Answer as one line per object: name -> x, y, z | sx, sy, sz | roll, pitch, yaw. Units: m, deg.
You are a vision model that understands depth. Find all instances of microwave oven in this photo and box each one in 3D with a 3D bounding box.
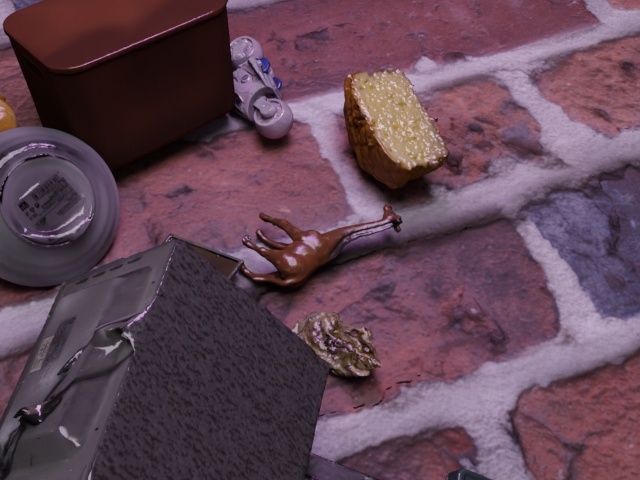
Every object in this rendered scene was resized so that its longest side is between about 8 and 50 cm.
microwave oven -> -0.213, 0.268, 1.144 | 0.236, 0.374, 0.432 | -21, 41, 36

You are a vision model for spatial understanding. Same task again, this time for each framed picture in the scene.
framed picture -> -0.214, 0.048, 1.540 | 0.149, 0.011, 0.109 | 19, 52, 23

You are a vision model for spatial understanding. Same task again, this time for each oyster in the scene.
oyster -> 0.031, 0.158, 1.468 | 0.165, 0.053, 0.108 | 25, 44, 23

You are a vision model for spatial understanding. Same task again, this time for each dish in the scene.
dish -> -0.433, -0.059, 1.483 | 0.260, 0.085, 0.260 | 3, 84, -27

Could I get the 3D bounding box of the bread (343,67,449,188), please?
bread -> 0.128, -0.187, 1.689 | 0.143, 0.139, 0.229 | -16, 62, -16

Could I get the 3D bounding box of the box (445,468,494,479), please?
box -> 0.212, 0.381, 1.300 | 0.091, 0.031, 0.126 | 26, 49, -16

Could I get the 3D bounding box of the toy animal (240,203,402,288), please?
toy animal -> 0.000, 0.000, 1.574 | 0.229, 0.066, 0.224 | 14, 50, 19

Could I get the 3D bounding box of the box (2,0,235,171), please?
box -> -0.334, -0.306, 1.661 | 0.339, 0.229, 0.239 | -31, 48, -25

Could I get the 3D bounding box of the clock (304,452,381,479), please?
clock -> 0.017, 0.430, 1.254 | 0.273, 0.049, 0.279 | 18, 52, 9

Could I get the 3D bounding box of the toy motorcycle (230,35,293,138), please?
toy motorcycle -> -0.127, -0.283, 1.779 | 0.112, 0.112, 0.254 | -12, 53, -14

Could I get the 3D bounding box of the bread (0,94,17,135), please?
bread -> -0.657, -0.129, 1.542 | 0.344, 0.195, 0.149 | -16, 35, -16
